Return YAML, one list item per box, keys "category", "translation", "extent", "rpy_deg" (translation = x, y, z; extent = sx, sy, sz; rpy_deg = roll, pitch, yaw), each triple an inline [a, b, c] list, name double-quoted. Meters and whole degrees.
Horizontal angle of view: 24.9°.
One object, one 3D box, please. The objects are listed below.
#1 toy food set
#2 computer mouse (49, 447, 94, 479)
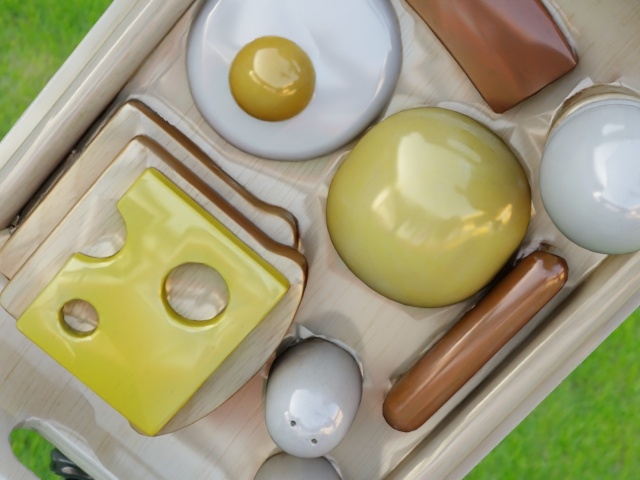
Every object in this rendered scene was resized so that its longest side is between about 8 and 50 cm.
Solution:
- category: "toy food set"
  translation: [0.000, 0.000, 0.498]
  extent: [0.219, 0.306, 0.092]
  rpy_deg: [41, 17, -7]
- category: "computer mouse"
  translation: [-0.079, 0.195, 0.703]
  extent: [0.188, 0.272, 0.072]
  rpy_deg: [32, 35, -4]
